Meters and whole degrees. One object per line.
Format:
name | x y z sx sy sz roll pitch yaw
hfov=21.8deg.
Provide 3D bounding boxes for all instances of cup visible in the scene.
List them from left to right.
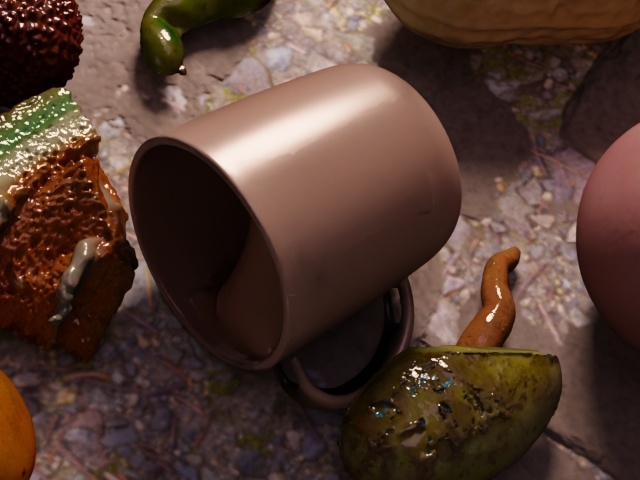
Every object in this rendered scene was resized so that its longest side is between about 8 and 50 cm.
cup | 0.000 0.000 1.288 0.200 0.191 0.253 -28 99 -32

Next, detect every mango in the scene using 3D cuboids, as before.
mango | -0.257 0.128 1.182 0.105 0.084 0.159 -8 61 -26

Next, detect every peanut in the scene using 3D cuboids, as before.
peanut | 0.210 -0.254 1.510 0.340 0.158 0.174 0 29 -20

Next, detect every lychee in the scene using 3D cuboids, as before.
lychee | -0.252 -0.167 1.352 0.123 0.123 0.129 25 27 1

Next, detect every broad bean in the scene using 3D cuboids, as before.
broad bean | -0.088 -0.218 1.465 0.070 0.048 0.213 36 57 9

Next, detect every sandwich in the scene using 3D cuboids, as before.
sandwich | -0.202 -0.019 1.274 0.160 0.109 0.185 29 56 7

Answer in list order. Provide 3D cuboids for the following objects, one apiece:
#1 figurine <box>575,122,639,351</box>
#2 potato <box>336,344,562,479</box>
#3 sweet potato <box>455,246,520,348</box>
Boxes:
figurine | 0.317 0.008 1.352 0.211 0.261 0.270 -11 60 11
potato | 0.110 0.134 1.272 0.198 0.054 0.119 -10 85 -23
sweet potato | 0.137 0.070 1.349 0.044 0.044 0.179 20 58 -2
